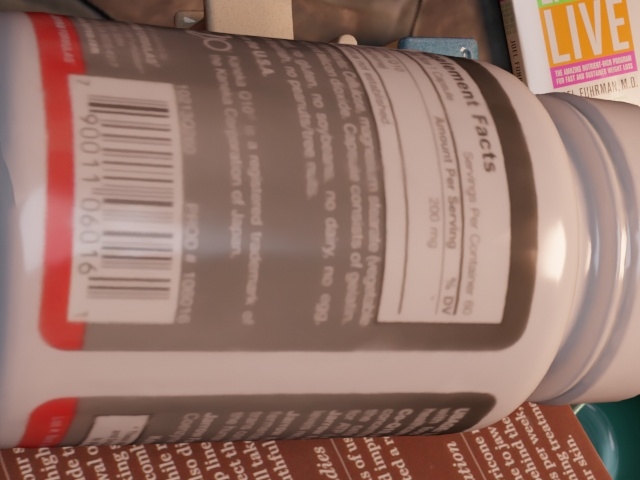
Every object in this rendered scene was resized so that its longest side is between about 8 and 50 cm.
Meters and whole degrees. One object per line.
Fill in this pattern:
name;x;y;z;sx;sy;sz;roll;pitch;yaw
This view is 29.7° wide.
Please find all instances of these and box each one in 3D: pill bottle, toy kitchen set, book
pill bottle;0.000;0.000;0.492;0.283;0.161;0.161;2;89;-23
toy kitchen set;0.018;-0.059;0.653;0.207;0.166;0.122;-3;90;-21
book;0.168;-0.131;0.788;0.096;0.035;0.144;-14;96;-17

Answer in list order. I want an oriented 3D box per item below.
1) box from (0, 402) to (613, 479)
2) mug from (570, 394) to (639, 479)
box;-0.067;0.124;0.565;0.381;0.143;0.191;-10;60;-31
mug;0.181;0.142;0.752;0.157;0.097;0.130;-3;90;-22
